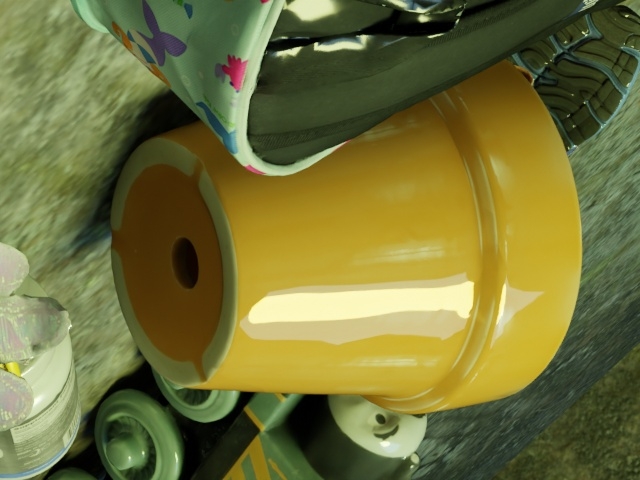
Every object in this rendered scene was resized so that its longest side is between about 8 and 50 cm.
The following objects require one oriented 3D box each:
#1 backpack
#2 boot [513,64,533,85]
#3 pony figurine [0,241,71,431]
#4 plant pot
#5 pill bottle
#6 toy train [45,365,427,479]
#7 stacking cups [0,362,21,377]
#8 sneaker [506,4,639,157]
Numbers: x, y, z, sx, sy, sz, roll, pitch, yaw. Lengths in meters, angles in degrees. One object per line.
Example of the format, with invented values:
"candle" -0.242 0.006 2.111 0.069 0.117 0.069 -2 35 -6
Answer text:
"backpack" 0.028 -0.149 0.642 0.253 0.191 0.225 -38 162 -38
"boot" 0.099 -0.056 1.179 0.197 0.073 0.152 -7 146 -31
"pony figurine" -0.195 0.152 0.644 0.351 0.363 0.303 1 98 -48
"plant pot" 0.000 0.000 0.996 0.188 0.205 0.205 -9 148 -34
"pill bottle" -0.164 0.067 0.966 0.078 0.078 0.137 -36 162 -18
"toy train" -0.055 0.164 1.259 0.142 0.190 0.334 -22 155 -49
"stacking cups" -0.286 0.105 0.801 0.316 0.096 0.096 -30 161 -20
"sneaker" 0.152 -0.089 1.309 0.221 0.083 0.087 -49 176 42
